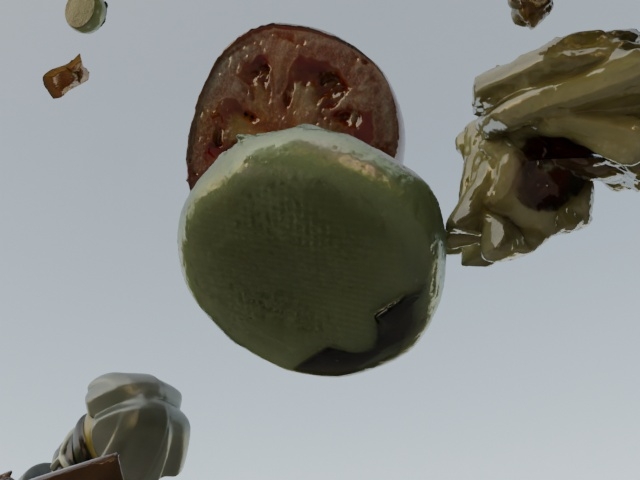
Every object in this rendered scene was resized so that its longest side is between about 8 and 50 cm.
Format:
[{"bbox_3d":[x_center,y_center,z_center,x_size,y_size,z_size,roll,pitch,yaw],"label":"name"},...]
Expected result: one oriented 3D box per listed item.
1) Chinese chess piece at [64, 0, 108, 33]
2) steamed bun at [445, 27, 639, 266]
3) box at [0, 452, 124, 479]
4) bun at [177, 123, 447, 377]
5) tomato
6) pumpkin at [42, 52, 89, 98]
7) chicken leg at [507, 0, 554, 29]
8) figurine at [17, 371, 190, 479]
[{"bbox_3d":[-0.444,-0.433,1.340,0.084,0.084,0.034,-25,-16,21],"label":"Chinese chess piece"},{"bbox_3d":[0.234,-0.072,0.731,0.247,0.428,0.189,-4,-90,22],"label":"steamed bun"},{"bbox_3d":[-0.156,0.241,0.397,0.086,0.215,0.215,-11,-14,-37],"label":"box"},{"bbox_3d":[0.000,0.000,0.740,0.283,0.179,0.283,10,-57,16],"label":"bun"},{"bbox_3d":[-0.018,-0.138,1.008,0.338,0.144,0.338,3,-82,25],"label":"tomato"},{"bbox_3d":[-0.503,-0.325,1.421,0.035,0.101,0.073,43,-23,9],"label":"pumpkin"},{"bbox_3d":[0.335,-0.398,1.001,0.107,0.251,0.087,23,-18,29],"label":"chicken leg"},{"bbox_3d":[-0.269,0.278,0.891,0.236,0.176,0.133,-46,-44,14],"label":"figurine"}]
